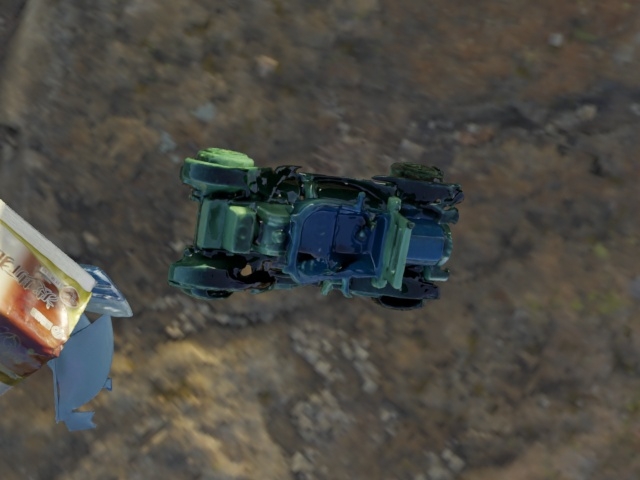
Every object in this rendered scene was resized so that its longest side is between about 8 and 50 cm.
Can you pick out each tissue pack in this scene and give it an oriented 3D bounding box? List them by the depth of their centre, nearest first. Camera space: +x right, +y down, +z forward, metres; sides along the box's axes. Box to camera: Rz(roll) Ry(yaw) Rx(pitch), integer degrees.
[{"bbox_3d":[-0.262,0.034,1.309,0.148,0.099,0.106,41,128,-18],"label":"tissue pack"}]

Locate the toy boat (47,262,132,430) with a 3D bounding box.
[{"bbox_3d":[-0.198,0.084,1.459,0.105,0.034,0.149,-18,98,18],"label":"toy boat"}]

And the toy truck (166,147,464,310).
[{"bbox_3d":[0.001,0.000,0.918,0.154,0.078,0.080,4,102,-22],"label":"toy truck"}]
